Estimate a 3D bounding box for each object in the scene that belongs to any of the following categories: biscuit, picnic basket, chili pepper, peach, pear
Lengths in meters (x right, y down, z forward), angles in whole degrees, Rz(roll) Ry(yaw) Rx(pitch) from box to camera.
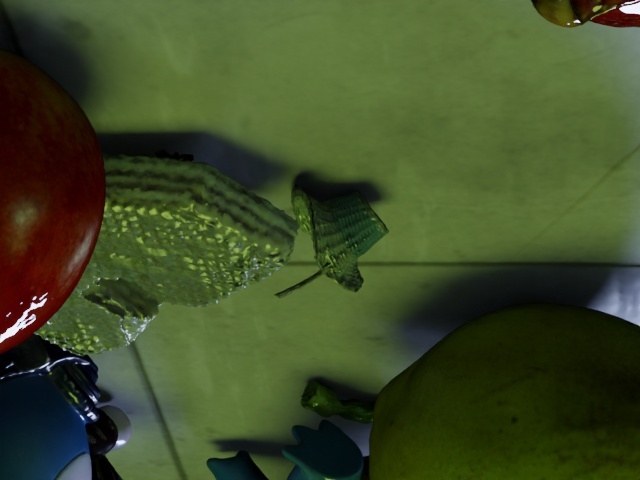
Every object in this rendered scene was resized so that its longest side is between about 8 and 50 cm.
[{"bbox_3d":[-0.140,0.008,1.220,0.147,0.046,0.250,33,144,-27],"label":"biscuit"},{"bbox_3d":[0.000,0.000,1.205,0.083,0.065,0.083,-32,131,5],"label":"picnic basket"},{"bbox_3d":[0.023,0.134,1.489,0.091,0.030,0.034,13,125,-23],"label":"chili pepper"},{"bbox_3d":[-0.217,-0.016,1.060,0.190,0.192,0.190,4,139,4],"label":"peach"},{"bbox_3d":[0.155,0.146,1.312,0.269,0.212,0.212,-10,150,33],"label":"pear"}]

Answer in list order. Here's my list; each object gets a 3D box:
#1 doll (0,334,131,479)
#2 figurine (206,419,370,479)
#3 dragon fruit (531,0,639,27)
[{"bbox_3d":[-0.276,0.185,1.409,0.284,0.240,0.310,-43,160,0],"label":"doll"},{"bbox_3d":[0.069,0.258,1.538,0.298,0.243,0.416,-1,-176,-13],"label":"figurine"},{"bbox_3d":[0.161,-0.151,0.864,0.125,0.125,0.246,17,-173,40],"label":"dragon fruit"}]
